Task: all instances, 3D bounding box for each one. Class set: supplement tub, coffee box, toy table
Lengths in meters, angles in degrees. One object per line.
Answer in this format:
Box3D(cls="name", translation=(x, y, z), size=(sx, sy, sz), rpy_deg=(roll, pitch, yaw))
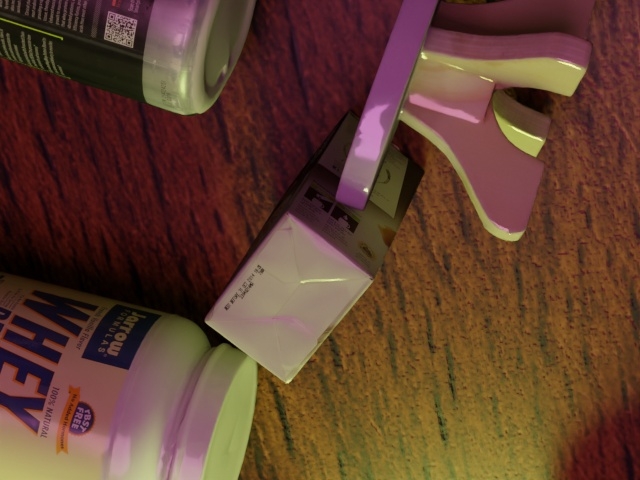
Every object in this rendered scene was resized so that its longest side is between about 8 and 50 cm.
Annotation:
Box3D(cls="supplement tub", translation=(-0.225, -0.245, 1.492), size=(0.316, 0.193, 0.194), rpy_deg=(18, 117, 6))
Box3D(cls="coffee box", translation=(0.000, 0.000, 1.510), size=(0.098, 0.246, 0.141), rpy_deg=(37, 119, -4))
Box3D(cls="supplement tub", translation=(-0.246, 0.170, 1.666), size=(0.324, 0.235, 0.235), rpy_deg=(13, 117, 9))
Box3D(cls="toy table", translation=(0.133, -0.136, 1.429), size=(0.160, 0.252, 0.274), rpy_deg=(19, 87, 2))
